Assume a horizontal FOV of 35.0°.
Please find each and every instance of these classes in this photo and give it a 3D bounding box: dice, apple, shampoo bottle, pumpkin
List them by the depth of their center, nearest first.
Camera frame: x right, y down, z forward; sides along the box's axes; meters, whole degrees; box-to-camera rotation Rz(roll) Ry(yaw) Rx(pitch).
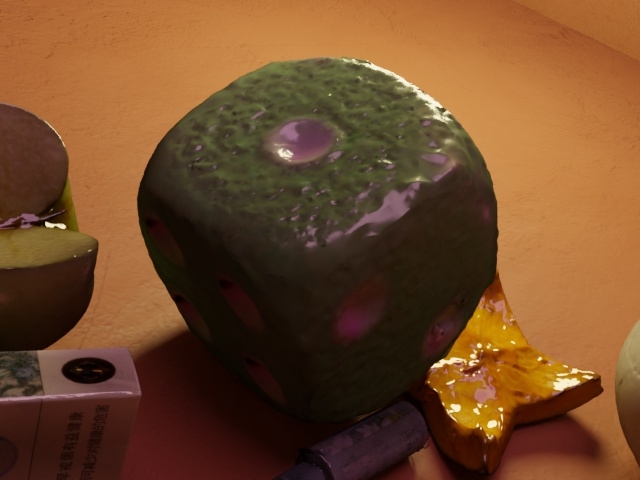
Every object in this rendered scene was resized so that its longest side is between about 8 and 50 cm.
[{"bbox_3d":[-0.396,0.011,1.151,0.258,0.233,0.295,-14,54,-20],"label":"apple"},{"bbox_3d":[0.034,0.247,1.157,0.214,0.072,0.072,-19,48,-43],"label":"shampoo bottle"},{"bbox_3d":[0.000,0.000,1.202,0.318,0.330,0.322,-37,51,-23],"label":"dice"},{"bbox_3d":[0.207,0.168,1.333,0.290,0.095,0.258,-20,52,-39],"label":"pumpkin"}]

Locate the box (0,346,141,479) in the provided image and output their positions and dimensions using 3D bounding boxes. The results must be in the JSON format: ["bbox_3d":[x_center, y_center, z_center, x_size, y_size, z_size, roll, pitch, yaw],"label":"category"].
[{"bbox_3d":[-0.318,0.188,0.986,0.257,0.164,0.069,1,38,-25],"label":"box"}]

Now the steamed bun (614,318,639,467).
[{"bbox_3d":[0.540,0.231,1.261,0.375,0.241,0.374,11,38,-9],"label":"steamed bun"}]
